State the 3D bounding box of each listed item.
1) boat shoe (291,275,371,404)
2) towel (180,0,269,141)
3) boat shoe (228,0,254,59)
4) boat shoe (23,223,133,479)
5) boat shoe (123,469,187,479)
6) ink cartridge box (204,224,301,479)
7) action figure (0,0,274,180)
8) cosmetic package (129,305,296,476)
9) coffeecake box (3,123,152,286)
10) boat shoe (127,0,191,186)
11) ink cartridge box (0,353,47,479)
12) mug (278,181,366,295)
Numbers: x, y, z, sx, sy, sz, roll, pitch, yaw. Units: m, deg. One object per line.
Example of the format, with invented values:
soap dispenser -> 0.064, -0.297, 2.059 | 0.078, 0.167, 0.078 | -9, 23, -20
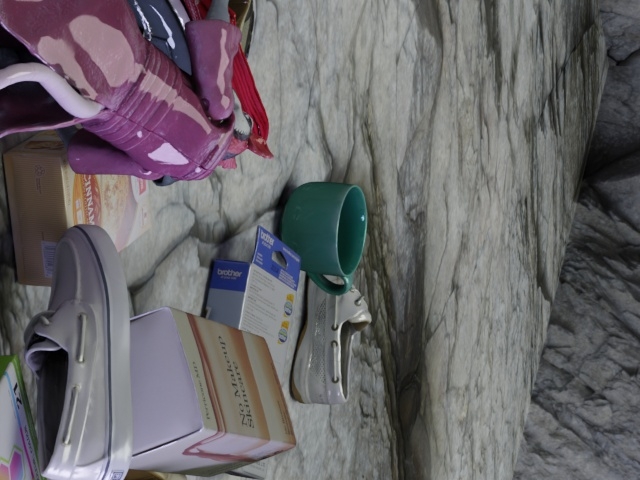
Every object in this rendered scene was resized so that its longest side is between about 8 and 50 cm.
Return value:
boat shoe -> 0.031, 0.109, 2.595 | 0.098, 0.096, 0.277 | 33, 64, -67
towel -> -0.134, -0.244, 1.893 | 0.275, 0.031, 0.199 | 56, -11, 42
boat shoe -> -0.110, -0.275, 2.177 | 0.049, 0.056, 0.152 | -37, 139, -70
boat shoe -> -0.238, 0.103, 1.661 | 0.088, 0.096, 0.267 | 9, 64, -31
boat shoe -> -0.204, 0.268, 2.064 | 0.170, 0.063, 0.059 | 51, 25, -62
ink cartridge box -> -0.100, 0.147, 2.297 | 0.186, 0.065, 0.311 | 37, 63, -67
action figure -> -0.175, -0.146, 1.618 | 0.370, 0.248, 0.275 | 29, 25, -34
cosmetic package -> -0.149, 0.178, 2.007 | 0.296, 0.129, 0.153 | 24, 47, -69
coffeecake box -> -0.248, -0.050, 1.827 | 0.185, 0.068, 0.142 | -46, 136, -61
boat shoe -> -0.191, -0.191, 1.882 | 0.099, 0.116, 0.319 | -39, 132, -19
ink cartridge box -> -0.331, 0.249, 1.568 | 0.255, 0.097, 0.188 | -77, 163, -58
mug -> -0.002, -0.005, 2.471 | 0.129, 0.097, 0.157 | 10, 86, -71
